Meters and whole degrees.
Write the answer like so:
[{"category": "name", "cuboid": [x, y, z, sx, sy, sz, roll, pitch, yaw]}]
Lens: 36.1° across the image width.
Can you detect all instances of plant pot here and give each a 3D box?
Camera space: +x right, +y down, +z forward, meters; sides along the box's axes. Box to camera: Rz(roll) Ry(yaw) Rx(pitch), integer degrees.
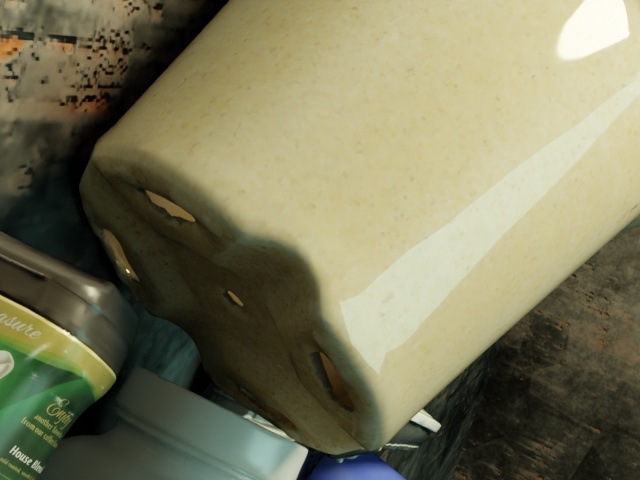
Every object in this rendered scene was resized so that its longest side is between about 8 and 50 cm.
[{"category": "plant pot", "cuboid": [0.041, -0.056, 0.585, 0.305, 0.334, 0.334, -45, 153, -25]}]

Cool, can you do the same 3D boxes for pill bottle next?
[{"category": "pill bottle", "cuboid": [-0.132, 0.248, 0.595, 0.323, 0.181, 0.181, -63, 160, -11]}]

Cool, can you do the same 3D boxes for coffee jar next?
[{"category": "coffee jar", "cuboid": [-0.167, 0.087, 0.455, 0.184, 0.096, 0.079, -59, 158, -20]}]

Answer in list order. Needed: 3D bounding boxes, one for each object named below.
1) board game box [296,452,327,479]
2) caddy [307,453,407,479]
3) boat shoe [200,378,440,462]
[{"category": "board game box", "cuboid": [0.014, 0.153, 1.064, 0.194, 0.060, 0.194, -2, 114, -69]}, {"category": "caddy", "cuboid": [0.023, 0.362, 1.031, 0.241, 0.179, 0.341, -44, 162, -22]}, {"category": "boat shoe", "cuboid": [0.004, 0.152, 0.901, 0.302, 0.114, 0.091, 32, 88, -44]}]
